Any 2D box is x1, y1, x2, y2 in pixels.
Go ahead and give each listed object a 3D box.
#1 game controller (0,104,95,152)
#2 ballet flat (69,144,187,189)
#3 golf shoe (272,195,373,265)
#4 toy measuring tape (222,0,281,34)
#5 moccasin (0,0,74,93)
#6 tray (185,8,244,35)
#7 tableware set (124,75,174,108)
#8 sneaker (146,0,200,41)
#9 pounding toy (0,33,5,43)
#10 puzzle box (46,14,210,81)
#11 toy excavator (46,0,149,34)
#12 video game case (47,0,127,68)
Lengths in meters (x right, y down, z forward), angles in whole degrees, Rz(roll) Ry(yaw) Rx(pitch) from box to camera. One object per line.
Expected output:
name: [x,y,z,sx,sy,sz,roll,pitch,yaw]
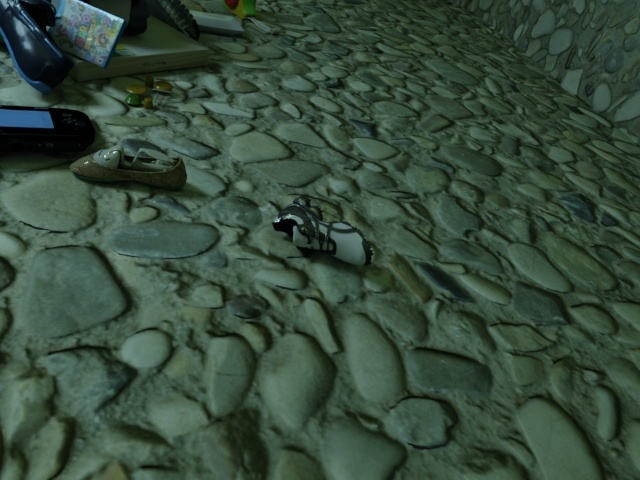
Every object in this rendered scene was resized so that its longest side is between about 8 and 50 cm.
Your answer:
game controller: [-0.585,-0.212,1.067,0.319,0.067,0.166,-3,39,-29]
ballet flat: [-0.348,-0.142,1.074,0.206,0.067,0.073,4,37,-19]
golf shoe: [0.000,0.000,1.037,0.198,0.077,0.094,31,46,30]
toy measuring tape: [-0.251,-0.852,2.104,0.121,0.121,0.330,-19,48,-42]
moccasin: [-0.634,-0.481,1.292,0.342,0.116,0.138,60,5,8]
tray: [-0.395,-0.714,1.913,0.270,0.030,0.145,0,38,-25]
tableware set: [-0.407,-0.352,1.394,0.104,0.024,0.154,6,36,-11]
sneaker: [-0.476,-0.674,1.771,0.229,0.132,0.086,51,35,-16]
pounding toy: [-0.817,-0.536,1.349,0.110,0.237,0.183,-40,43,-12]
puzzle box: [-0.535,-0.519,1.546,0.272,0.052,0.409,36,38,25]
toy excavator: [-0.590,-0.793,1.447,0.222,0.445,0.433,-17,51,-42]
video game case: [-0.540,-0.480,1.345,0.166,0.119,0.015,25,2,9]
